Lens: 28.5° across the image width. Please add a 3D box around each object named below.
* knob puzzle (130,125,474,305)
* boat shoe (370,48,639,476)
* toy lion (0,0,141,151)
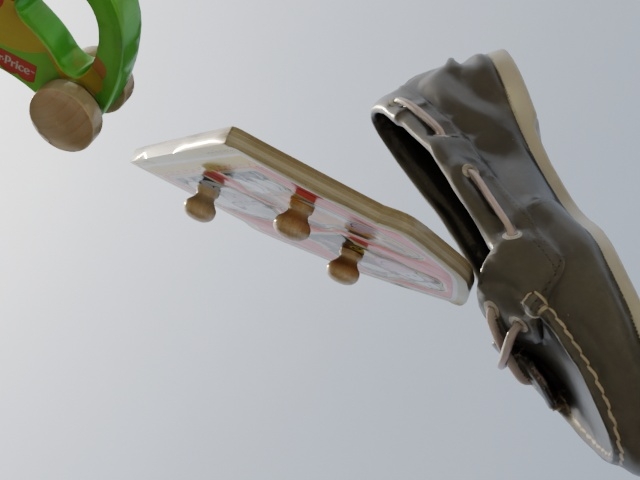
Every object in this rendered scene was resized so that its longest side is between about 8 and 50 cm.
[{"bbox_3d":[0.000,0.000,0.691,0.213,0.213,0.030,20,-100,16],"label":"knob puzzle"},{"bbox_3d":[0.107,0.010,0.726,0.096,0.112,0.335,-16,-138,1],"label":"boat shoe"},{"bbox_3d":[-0.100,-0.088,0.390,0.100,0.034,0.096,28,-46,2],"label":"toy lion"}]
